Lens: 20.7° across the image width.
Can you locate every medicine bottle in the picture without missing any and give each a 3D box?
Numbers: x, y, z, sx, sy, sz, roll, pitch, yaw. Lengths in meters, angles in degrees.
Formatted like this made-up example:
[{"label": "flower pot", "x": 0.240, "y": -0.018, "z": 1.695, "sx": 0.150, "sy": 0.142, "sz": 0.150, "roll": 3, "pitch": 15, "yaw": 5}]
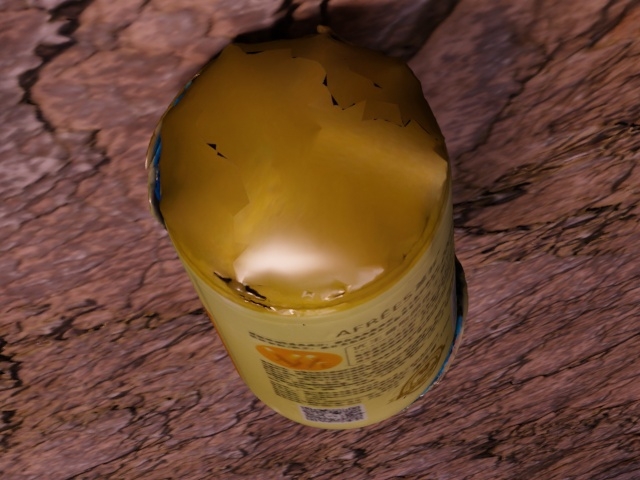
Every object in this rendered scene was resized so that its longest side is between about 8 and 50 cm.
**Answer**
[{"label": "medicine bottle", "x": 0.000, "y": 0.000, "z": 0.752, "sx": 0.124, "sy": 0.124, "sz": 0.239, "roll": -21, "pitch": 159, "yaw": -1}]
